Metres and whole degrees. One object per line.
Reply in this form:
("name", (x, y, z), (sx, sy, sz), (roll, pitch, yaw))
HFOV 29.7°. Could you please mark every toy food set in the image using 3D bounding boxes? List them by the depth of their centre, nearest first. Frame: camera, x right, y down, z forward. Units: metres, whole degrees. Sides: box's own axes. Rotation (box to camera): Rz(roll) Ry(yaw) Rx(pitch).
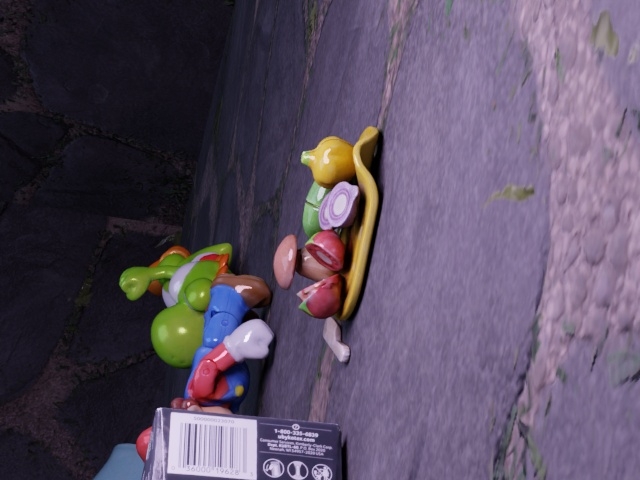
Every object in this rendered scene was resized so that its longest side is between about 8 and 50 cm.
("toy food set", (0.000, 0.000, 1.085), (0.128, 0.071, 0.217), (-115, 35, -73))

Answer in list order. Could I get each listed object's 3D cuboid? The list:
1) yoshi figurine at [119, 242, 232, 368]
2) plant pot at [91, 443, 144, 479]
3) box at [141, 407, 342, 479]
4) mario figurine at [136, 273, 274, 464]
("yoshi figurine", (-0.232, 0.120, 2.055), (0.362, 0.204, 0.202), (-164, 66, -78))
("plant pot", (-0.258, 0.441, 1.727), (0.271, 0.272, 0.255), (119, 171, -65))
("box", (-0.085, 0.284, 1.061), (0.270, 0.165, 0.143), (109, 165, -46))
("mario figurine", (-0.115, 0.212, 1.564), (0.198, 0.170, 0.320), (57, -144, -44))
